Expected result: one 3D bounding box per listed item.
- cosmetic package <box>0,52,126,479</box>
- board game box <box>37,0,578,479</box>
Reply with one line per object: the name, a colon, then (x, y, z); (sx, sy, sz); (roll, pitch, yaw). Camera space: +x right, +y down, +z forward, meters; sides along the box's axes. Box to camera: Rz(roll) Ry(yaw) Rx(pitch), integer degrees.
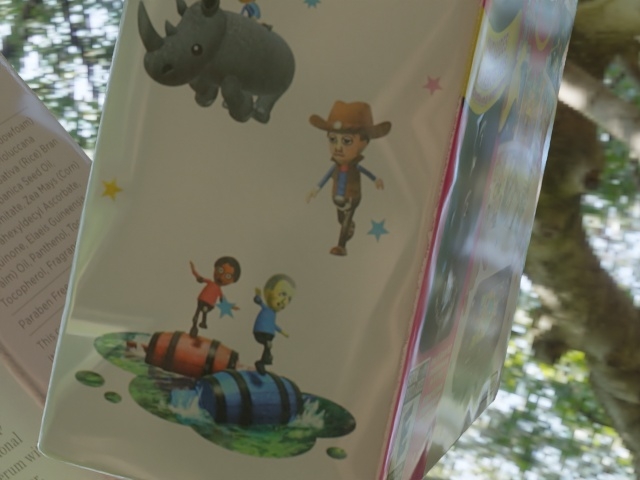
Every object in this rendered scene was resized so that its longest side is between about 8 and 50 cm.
cosmetic package: (-0.284, -0.022, 0.876); (0.453, 0.230, 0.161); (51, -145, -6)
board game box: (0.026, -0.086, 0.480); (0.098, 0.224, 0.303); (12, -84, 13)
